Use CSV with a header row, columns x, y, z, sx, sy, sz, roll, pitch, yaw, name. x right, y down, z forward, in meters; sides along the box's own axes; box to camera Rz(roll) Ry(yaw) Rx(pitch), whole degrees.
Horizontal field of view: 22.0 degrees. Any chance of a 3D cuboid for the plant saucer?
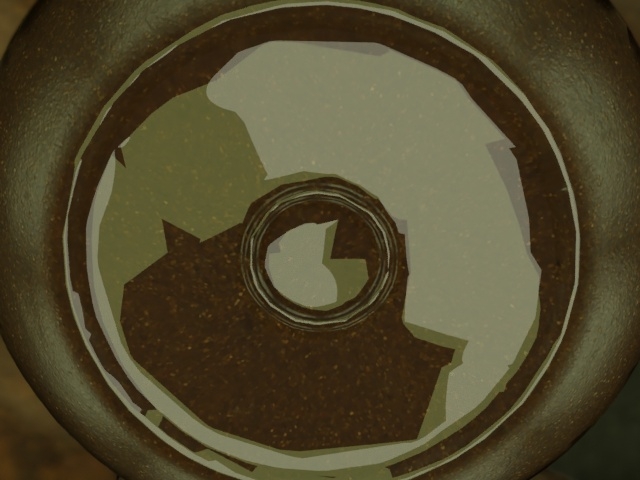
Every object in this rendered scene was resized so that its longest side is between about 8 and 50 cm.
x,y,z,sx,sy,sz,roll,pitch,yaw,name
0.000,0.000,0.446,0.199,0.036,0.198,1,107,2,plant saucer
